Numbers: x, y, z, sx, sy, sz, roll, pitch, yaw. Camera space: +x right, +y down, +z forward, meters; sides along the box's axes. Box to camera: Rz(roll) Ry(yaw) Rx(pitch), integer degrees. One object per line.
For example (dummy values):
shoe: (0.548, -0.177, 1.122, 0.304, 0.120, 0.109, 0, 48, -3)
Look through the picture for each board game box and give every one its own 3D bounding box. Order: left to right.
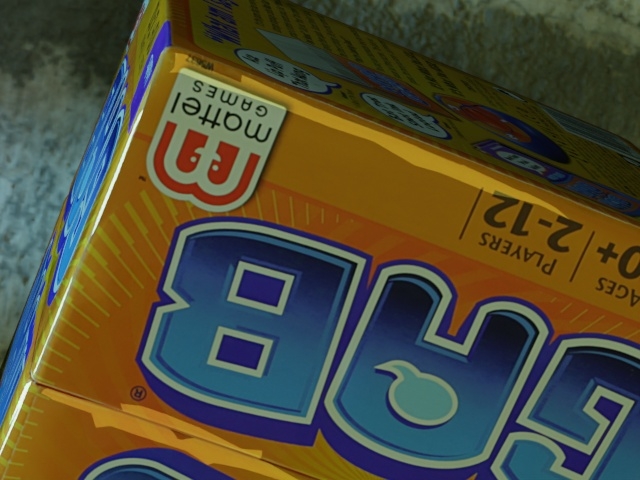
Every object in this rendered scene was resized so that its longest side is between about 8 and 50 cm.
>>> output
board game box: (0.006, 0.075, 0.943, 0.356, 0.356, 0.356, 21, 104, -12)
